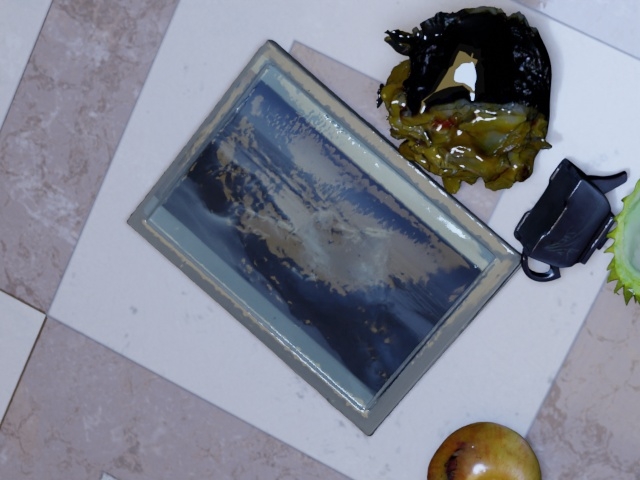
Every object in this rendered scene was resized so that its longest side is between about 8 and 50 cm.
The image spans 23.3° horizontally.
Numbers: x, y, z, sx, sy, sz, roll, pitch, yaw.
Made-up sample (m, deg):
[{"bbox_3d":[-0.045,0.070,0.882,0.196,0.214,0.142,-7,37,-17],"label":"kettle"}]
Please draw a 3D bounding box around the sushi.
[{"bbox_3d":[0.179,-0.169,1.906,0.200,0.213,0.204,-4,82,38],"label":"sushi"}]

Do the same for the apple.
[{"bbox_3d":[0.207,0.303,1.984,0.146,0.146,0.146,2,98,15],"label":"apple"}]

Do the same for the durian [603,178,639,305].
[{"bbox_3d":[0.476,-0.057,1.840,0.157,0.169,0.355,45,99,1],"label":"durian"}]

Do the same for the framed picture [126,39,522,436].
[{"bbox_3d":[0.000,0.000,2.050,0.446,0.028,0.326,41,105,6],"label":"framed picture"}]

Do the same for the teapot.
[{"bbox_3d":[0.319,-0.021,1.940,0.096,0.087,0.177,28,105,-17],"label":"teapot"}]
